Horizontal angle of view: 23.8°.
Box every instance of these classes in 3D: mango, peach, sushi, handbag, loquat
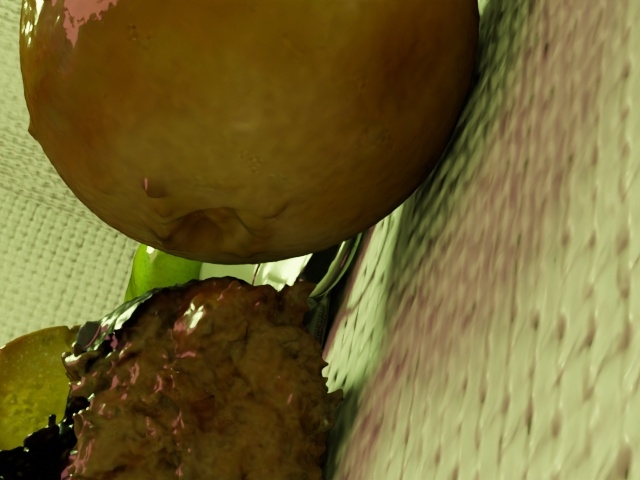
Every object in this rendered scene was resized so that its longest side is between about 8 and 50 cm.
[{"bbox_3d":[-0.116,0.050,1.572,0.185,0.149,0.273,-40,-15,-28],"label":"mango"},{"bbox_3d":[-0.214,0.215,1.406,0.248,0.275,0.245,-74,10,-76],"label":"peach"},{"bbox_3d":[-0.128,0.186,1.046,0.207,0.234,0.348,141,145,-73],"label":"sushi"},{"bbox_3d":[0.000,0.000,1.314,0.315,0.109,0.241,10,80,69],"label":"handbag"},{"bbox_3d":[-0.050,-0.141,1.057,0.328,0.328,0.328,-159,90,-83],"label":"loquat"}]
